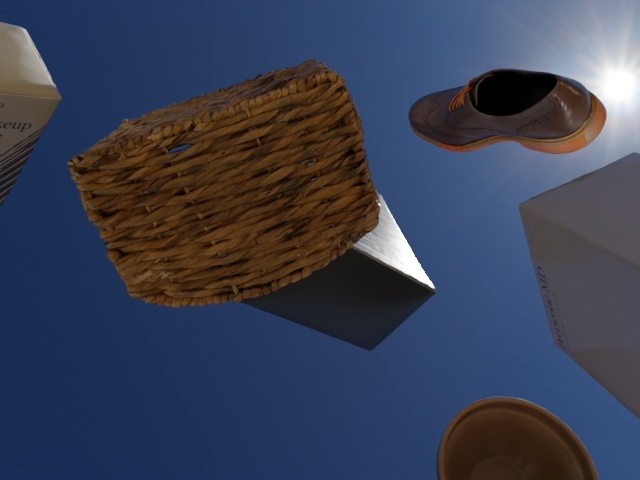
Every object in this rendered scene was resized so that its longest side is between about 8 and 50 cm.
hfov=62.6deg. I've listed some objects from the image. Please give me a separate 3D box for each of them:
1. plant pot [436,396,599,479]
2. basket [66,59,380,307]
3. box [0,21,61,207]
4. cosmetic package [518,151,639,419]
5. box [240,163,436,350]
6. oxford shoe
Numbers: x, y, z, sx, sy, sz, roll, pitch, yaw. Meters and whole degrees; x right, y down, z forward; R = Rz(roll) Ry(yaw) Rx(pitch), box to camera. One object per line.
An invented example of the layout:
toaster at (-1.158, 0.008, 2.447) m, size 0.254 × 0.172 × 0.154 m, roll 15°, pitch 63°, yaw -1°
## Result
plant pot at (0.292, 0.376, 0.819) m, size 0.237 × 0.110 × 0.238 m, roll 1°, pitch -129°, yaw -2°
basket at (-0.092, -0.069, 0.630) m, size 0.298 × 0.223 × 0.214 m, roll -19°, pitch -68°, yaw 1°
box at (-0.367, -0.080, 0.504) m, size 0.113 × 0.275 × 0.094 m, roll -12°, pitch -114°, yaw -55°
cosmetic package at (0.351, 0.078, 0.447) m, size 0.156 × 0.385 × 0.217 m, roll -24°, pitch -70°, yaw -2°
box at (0.000, 0.000, 0.931) m, size 0.296 × 0.294 × 0.183 m, roll 27°, pitch -64°, yaw -33°
oxford shoe at (0.264, -0.228, 0.862) m, size 0.132 × 0.363 × 0.130 m, roll 27°, pitch -97°, yaw -36°
